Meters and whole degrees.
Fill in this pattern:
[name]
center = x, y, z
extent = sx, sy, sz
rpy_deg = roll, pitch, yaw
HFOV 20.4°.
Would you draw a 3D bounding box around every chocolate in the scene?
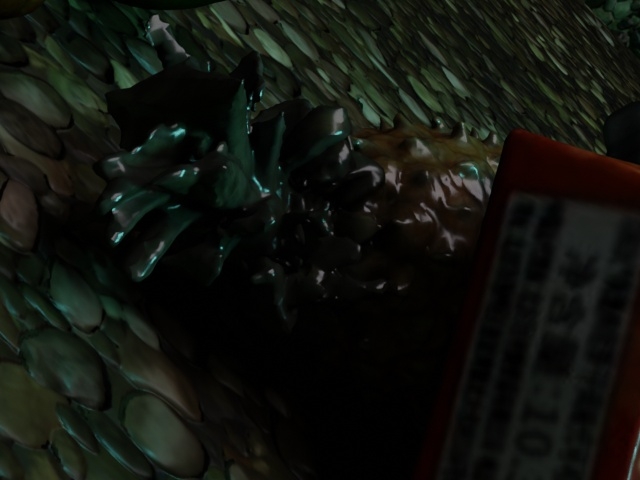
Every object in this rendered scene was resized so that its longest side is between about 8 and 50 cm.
[chocolate]
center = 0.150, 0.098, 0.831
extent = 0.108, 0.237, 0.235
rpy_deg = 10, -13, 41

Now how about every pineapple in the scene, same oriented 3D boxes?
[pineapple]
center = 0.000, 0.000, 0.854
extent = 0.340, 0.169, 0.169
rpy_deg = 15, 36, -47

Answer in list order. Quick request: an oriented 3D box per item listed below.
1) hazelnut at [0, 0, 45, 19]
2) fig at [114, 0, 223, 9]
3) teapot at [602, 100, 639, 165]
[hazelnut]
center = -0.158, -0.149, 0.875
extent = 0.086, 0.086, 0.086
rpy_deg = 42, 19, -18
[fig]
center = -0.065, -0.218, 1.036
extent = 0.245, 0.195, 0.195
rpy_deg = 27, 25, -26
[teapot]
center = 0.295, 0.061, 1.167
extent = 0.285, 0.223, 0.305
rpy_deg = -23, 111, -69
